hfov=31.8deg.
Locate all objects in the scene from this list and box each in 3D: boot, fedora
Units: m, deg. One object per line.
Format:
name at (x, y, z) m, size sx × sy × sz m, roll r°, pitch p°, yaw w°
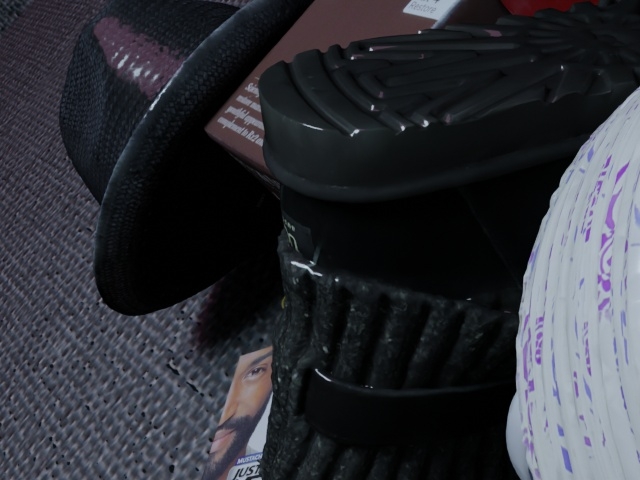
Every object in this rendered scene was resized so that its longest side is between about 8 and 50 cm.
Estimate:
boot at (0.132, 0.020, 0.574) m, size 0.348 × 0.260 × 0.131 m, roll -8°, pitch 30°, yaw -7°
fedora at (-0.115, -0.097, 0.913) m, size 0.152 × 0.334 × 0.334 m, roll 37°, pitch 82°, yaw 16°

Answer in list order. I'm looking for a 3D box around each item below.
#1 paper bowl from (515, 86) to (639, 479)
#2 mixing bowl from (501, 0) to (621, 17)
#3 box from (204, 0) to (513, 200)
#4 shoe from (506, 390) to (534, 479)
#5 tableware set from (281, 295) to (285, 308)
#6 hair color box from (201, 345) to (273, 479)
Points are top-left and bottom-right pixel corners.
paper bowl at (0.205, 0.052, 0.397) m, size 0.284 × 0.284 × 0.148 m, roll -60°, pitch 5°, yaw -22°
mixing bowl at (0.202, -0.155, 0.789) m, size 0.181 × 0.098 × 0.181 m, roll -26°, pitch 25°, yaw 13°
box at (0.068, -0.056, 0.754) m, size 0.167 × 0.203 × 0.168 m, roll -49°, pitch 30°, yaw -3°
shoe at (0.140, 0.129, 0.479) m, size 0.063 × 0.178 × 0.081 m, roll -31°, pitch 34°, yaw -4°
tableware set at (0.000, 0.000, 0.950) m, size 0.104 × 0.024 × 0.154 m, roll -23°, pitch 38°, yaw 35°
hair color box at (-0.031, 0.151, 0.782) m, size 0.093 × 0.053 × 0.167 m, roll -22°, pitch 37°, yaw 37°
